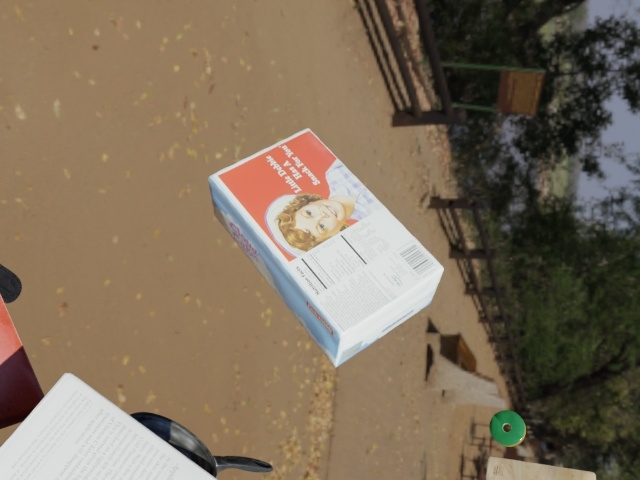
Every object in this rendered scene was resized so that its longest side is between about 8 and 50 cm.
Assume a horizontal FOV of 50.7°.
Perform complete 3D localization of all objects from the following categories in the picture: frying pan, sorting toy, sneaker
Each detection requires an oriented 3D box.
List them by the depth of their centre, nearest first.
[{"bbox_3d":[0.275,0.363,0.857,0.046,0.133,0.274,49,47,-61],"label":"sorting toy"},{"bbox_3d":[-0.246,0.396,1.271,0.053,0.197,0.326,-55,151,6],"label":"frying pan"},{"bbox_3d":[-0.855,0.040,1.624,0.099,0.153,0.282,-56,147,-30],"label":"sneaker"}]

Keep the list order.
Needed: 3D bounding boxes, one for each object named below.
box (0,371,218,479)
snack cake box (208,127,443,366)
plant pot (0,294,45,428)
[{"bbox_3d":[-0.242,0.355,0.825,0.345,0.215,0.168,39,48,-6],"label":"box"},{"bbox_3d":[0.000,0.000,0.817,0.152,0.264,0.089,-30,153,-21],"label":"snack cake box"},{"bbox_3d":[-0.581,0.174,0.966,0.236,0.267,0.267,-25,96,-36],"label":"plant pot"}]
